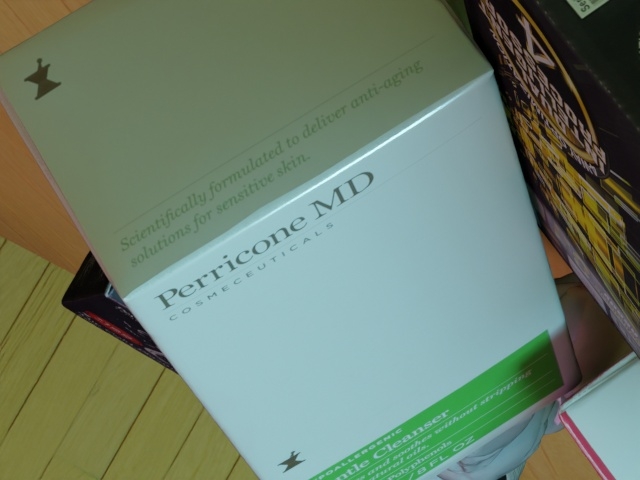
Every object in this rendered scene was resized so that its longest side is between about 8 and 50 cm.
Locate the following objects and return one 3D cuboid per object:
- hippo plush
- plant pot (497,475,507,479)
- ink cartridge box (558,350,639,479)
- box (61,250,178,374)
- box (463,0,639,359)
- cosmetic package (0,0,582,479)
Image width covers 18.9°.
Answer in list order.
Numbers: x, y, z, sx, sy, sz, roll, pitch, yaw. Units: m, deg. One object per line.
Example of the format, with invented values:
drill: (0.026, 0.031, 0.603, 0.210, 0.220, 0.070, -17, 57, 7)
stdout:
hippo plush: (0.111, 0.039, 1.387, 0.237, 0.234, 0.294, 58, 161, 18)
plant pot: (0.114, 0.101, 1.636, 0.167, 0.188, 0.187, 43, 169, -4)
ink cartridge box: (0.227, 0.138, 1.116, 0.172, 0.100, 0.237, 54, -176, 8)
box: (-0.055, 0.071, 1.914, 0.343, 0.179, 0.312, 31, 169, -11)
box: (0.201, 0.036, 0.771, 0.395, 0.097, 0.318, 55, 179, 24)
cosmetic package: (0.000, 0.000, 0.989, 0.155, 0.197, 0.365, 57, 179, 28)
